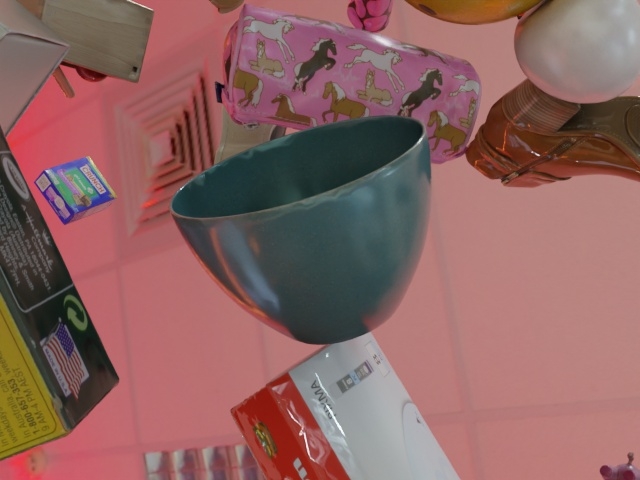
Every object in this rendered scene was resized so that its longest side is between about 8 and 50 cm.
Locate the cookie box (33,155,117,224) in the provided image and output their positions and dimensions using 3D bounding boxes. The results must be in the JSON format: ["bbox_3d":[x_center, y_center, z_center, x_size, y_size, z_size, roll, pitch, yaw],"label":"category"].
[{"bbox_3d":[-0.414,-0.086,1.324,0.040,0.107,0.092,-36,-90,32],"label":"cookie box"}]

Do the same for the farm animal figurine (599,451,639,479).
[{"bbox_3d":[0.432,0.462,1.001,0.330,0.172,0.327,-34,-135,23],"label":"farm animal figurine"}]

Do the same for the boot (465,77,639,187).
[{"bbox_3d":[0.354,-0.111,1.080,0.220,0.283,0.109,127,-17,-62],"label":"boot"}]

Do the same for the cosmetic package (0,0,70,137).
[{"bbox_3d":[-0.363,-0.184,0.565,0.309,0.113,0.160,41,-80,-2],"label":"cosmetic package"}]

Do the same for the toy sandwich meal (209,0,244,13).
[{"bbox_3d":[-0.143,-0.387,1.173,0.029,0.085,0.086,40,-68,45],"label":"toy sandwich meal"}]

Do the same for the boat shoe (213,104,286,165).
[{"bbox_3d":[-0.112,-0.172,1.328,0.116,0.097,0.324,5,-126,4],"label":"boat shoe"}]

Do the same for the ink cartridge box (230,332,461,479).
[{"bbox_3d":[0.062,0.271,0.929,0.091,0.385,0.308,-32,-96,13],"label":"ink cartridge box"}]

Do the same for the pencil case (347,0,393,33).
[{"bbox_3d":[0.093,-0.481,1.460,0.098,0.209,0.095,28,-110,9],"label":"pencil case"}]

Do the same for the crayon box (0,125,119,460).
[{"bbox_3d":[-0.299,0.054,0.421,0.318,0.081,0.202,-21,-82,8],"label":"crayon box"}]

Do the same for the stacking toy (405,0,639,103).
[{"bbox_3d":[0.132,-0.318,0.692,0.480,0.351,0.350,47,-59,-8],"label":"stacking toy"}]

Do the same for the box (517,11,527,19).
[{"bbox_3d":[0.356,-0.495,1.277,0.159,0.044,0.233,-4,-60,52],"label":"box"}]

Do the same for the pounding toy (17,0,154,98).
[{"bbox_3d":[-0.246,-0.190,0.744,0.141,0.130,0.100,19,-84,39],"label":"pounding toy"}]

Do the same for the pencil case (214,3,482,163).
[{"bbox_3d":[0.046,-0.221,1.141,0.160,0.386,0.167,-102,-154,-52],"label":"pencil case"}]

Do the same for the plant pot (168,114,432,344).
[{"bbox_3d":[0.000,0.000,0.881,0.290,0.290,0.196,-1,-63,38],"label":"plant pot"}]
